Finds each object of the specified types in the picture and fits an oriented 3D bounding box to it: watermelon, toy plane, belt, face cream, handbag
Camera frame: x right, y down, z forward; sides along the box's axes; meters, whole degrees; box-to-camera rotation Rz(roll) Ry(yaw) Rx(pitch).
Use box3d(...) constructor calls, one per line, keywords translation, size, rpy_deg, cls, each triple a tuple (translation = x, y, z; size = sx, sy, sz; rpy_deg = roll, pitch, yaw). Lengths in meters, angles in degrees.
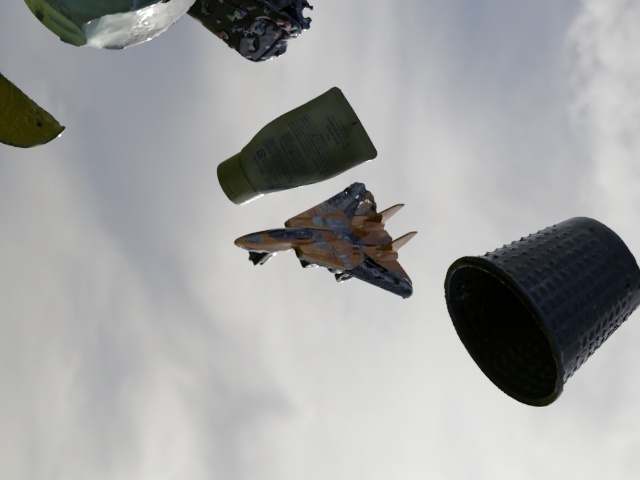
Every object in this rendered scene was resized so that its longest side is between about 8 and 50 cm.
box3d(translation=(-0.494, -0.198, 1.873), size=(0.075, 0.181, 0.092), rpy_deg=(-51, -172, -29), cls="watermelon")
box3d(translation=(-0.006, 0.006, 1.757), size=(0.103, 0.316, 0.204), rpy_deg=(-47, -121, 46), cls="toy plane")
box3d(translation=(-0.138, -0.224, 0.800), size=(0.078, 0.151, 0.198), rpy_deg=(126, -25, -75), cls="belt")
box3d(translation=(-0.036, -0.122, 1.691), size=(0.224, 0.114, 0.070), rpy_deg=(-25, -166, 26), cls="face cream")
box3d(translation=(-0.141, -0.425, 2.092), size=(0.162, 0.260, 0.113), rpy_deg=(-31, -152, 54), cls="handbag")

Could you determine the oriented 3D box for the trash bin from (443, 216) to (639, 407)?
box3d(translation=(0.242, 0.057, 1.260), size=(0.175, 0.161, 0.175), rpy_deg=(44, -27, 29), cls="trash bin")
